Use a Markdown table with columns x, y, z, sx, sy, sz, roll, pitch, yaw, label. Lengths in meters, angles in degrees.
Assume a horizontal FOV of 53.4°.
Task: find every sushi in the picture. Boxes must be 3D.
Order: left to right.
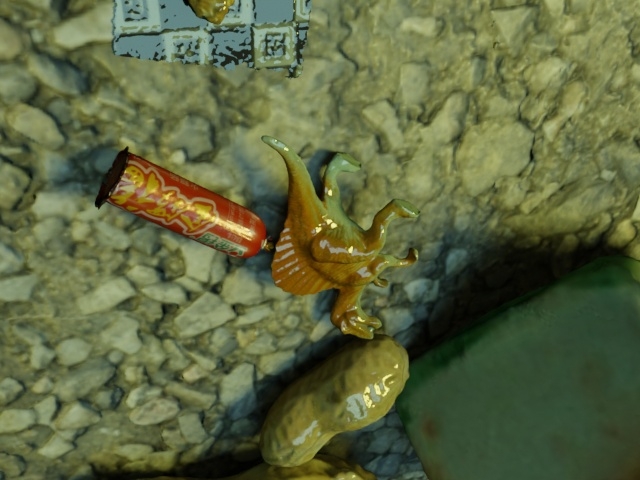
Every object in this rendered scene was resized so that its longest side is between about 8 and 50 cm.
| x | y | z | sx | sy | sz | roll | pitch | yaw | label |
| --- | --- | --- | --- | --- | --- | --- | --- | --- | --- |
| -0.058 | -0.199 | 0.402 | 0.139 | 0.031 | 0.201 | -2 | 121 | -20 | sushi |

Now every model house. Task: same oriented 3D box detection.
| x | y | z | sx | sy | sz | roll | pitch | yaw | label |
| --- | --- | --- | --- | --- | --- | --- | --- | --- | --- |
| 0.286 | 0.164 | 0.658 | 0.280 | 0.245 | 0.312 | -9 | 155 | -47 | model house |

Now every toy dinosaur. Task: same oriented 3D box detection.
| x | y | z | sx | sy | sz | roll | pitch | yaw | label |
| --- | --- | --- | --- | --- | --- | --- | --- | --- | --- |
| 0.001 | 0.000 | 0.538 | 0.212 | 0.057 | 0.142 | 27 | 113 | -29 | toy dinosaur |

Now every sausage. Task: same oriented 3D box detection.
| x | y | z | sx | sy | sz | roll | pitch | yaw | label |
| --- | --- | --- | --- | --- | --- | --- | --- | --- | --- |
| -0.095 | -0.019 | 0.490 | 0.145 | 0.048 | 0.050 | 27 | 70 | -33 | sausage |

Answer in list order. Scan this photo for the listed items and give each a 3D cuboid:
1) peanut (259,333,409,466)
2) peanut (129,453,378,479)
| x | y | z | sx | sy | sz | roll | pitch | yaw | label |
| --- | --- | --- | --- | --- | --- | --- | --- | --- | --- |
| 0.012 | 0.158 | 0.617 | 0.174 | 0.080 | 0.080 | -37 | 126 | 3 | peanut |
| -0.080 | 0.288 | 0.625 | 0.325 | 0.140 | 0.153 | 4 | 135 | -22 | peanut |
